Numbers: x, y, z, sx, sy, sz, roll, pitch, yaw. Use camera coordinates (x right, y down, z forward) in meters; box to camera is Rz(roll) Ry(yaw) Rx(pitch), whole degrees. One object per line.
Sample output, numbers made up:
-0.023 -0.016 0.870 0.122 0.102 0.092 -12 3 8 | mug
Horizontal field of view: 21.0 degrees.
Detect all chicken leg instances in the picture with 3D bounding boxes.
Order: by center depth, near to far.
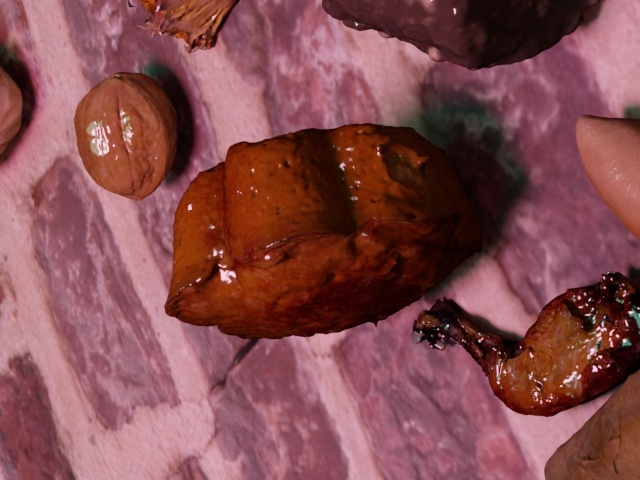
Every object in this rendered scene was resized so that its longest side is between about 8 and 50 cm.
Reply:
0.163 0.083 1.333 0.253 0.051 0.106 -9 87 51 | chicken leg

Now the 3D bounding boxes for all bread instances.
0.013 -0.003 1.352 0.232 0.246 0.135 -25 69 39 | bread

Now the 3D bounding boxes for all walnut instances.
-0.183 -0.099 1.648 0.105 0.105 0.124 5 111 49 | walnut

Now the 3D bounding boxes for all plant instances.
0.083 -0.235 1.237 0.234 0.178 0.204 38 128 30 | plant

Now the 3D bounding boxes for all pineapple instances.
-0.116 -0.225 1.547 0.116 0.137 0.069 -31 76 5 | pineapple

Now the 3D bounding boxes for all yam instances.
0.273 0.089 1.187 0.083 0.083 0.371 57 137 22 | yam

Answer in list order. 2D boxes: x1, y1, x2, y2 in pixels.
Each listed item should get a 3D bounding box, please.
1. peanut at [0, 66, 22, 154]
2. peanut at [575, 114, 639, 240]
-0.443 -0.125 1.912 0.313 0.152 0.152 -4 97 49 | peanut
0.232 -0.039 1.196 0.152 0.076 0.076 51 134 32 | peanut
